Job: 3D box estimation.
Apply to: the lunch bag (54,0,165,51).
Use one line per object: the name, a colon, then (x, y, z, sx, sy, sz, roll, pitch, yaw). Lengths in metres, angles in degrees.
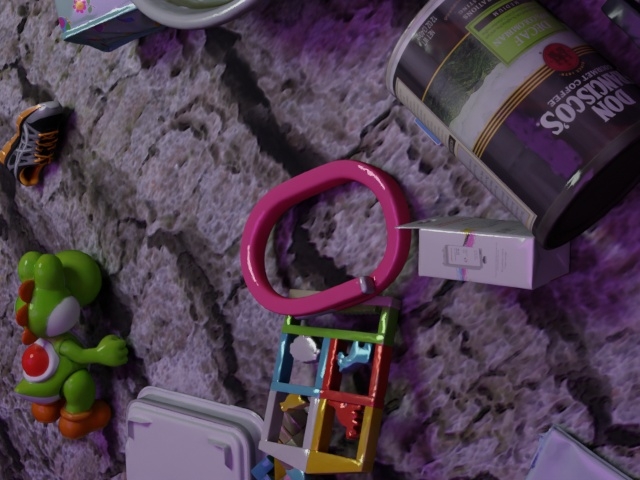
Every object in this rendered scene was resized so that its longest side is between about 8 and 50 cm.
lunch bag: (-0.292, -0.448, 1.429, 0.262, 0.160, 0.223, -18, 86, 20)

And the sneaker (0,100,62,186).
sneaker: (-0.533, -0.185, 1.715, 0.083, 0.084, 0.215, 56, 134, 12)

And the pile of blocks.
pile of blocks: (-0.064, 0.444, 1.414, 0.148, 0.112, 0.362, -4, 95, 22)

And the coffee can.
coffee can: (0.238, -0.154, 1.052, 0.275, 0.201, 0.201, 48, 122, 21)

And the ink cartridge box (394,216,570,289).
ink cartridge box: (0.204, 0.012, 1.160, 0.198, 0.115, 0.067, 7, 102, 37)

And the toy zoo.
toy zoo: (0.008, 0.221, 1.327, 0.192, 0.030, 0.293, 1, 75, 37)

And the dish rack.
dish rack: (-0.229, 0.419, 1.586, 0.332, 0.072, 0.286, 6, 102, 38)

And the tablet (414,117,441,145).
tablet: (0.167, -0.176, 1.226, 0.054, 0.006, 0.083, 49, 122, 21)

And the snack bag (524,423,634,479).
snack bag: (0.369, 0.453, 1.158, 0.342, 0.037, 0.323, 33, 115, 28)

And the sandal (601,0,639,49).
sandal: (0.402, -0.177, 0.999, 0.054, 0.097, 0.254, -53, 56, 29)

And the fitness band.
fitness band: (0.000, 0.000, 1.326, 0.290, 0.054, 0.209, -21, 73, 34)

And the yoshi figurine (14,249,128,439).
yoshi figurine: (-0.465, 0.170, 1.693, 0.203, 0.203, 0.362, -115, 21, -62)

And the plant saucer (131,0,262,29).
plant saucer: (-0.124, -0.478, 1.255, 0.400, 0.100, 0.401, -5, 82, 34)
